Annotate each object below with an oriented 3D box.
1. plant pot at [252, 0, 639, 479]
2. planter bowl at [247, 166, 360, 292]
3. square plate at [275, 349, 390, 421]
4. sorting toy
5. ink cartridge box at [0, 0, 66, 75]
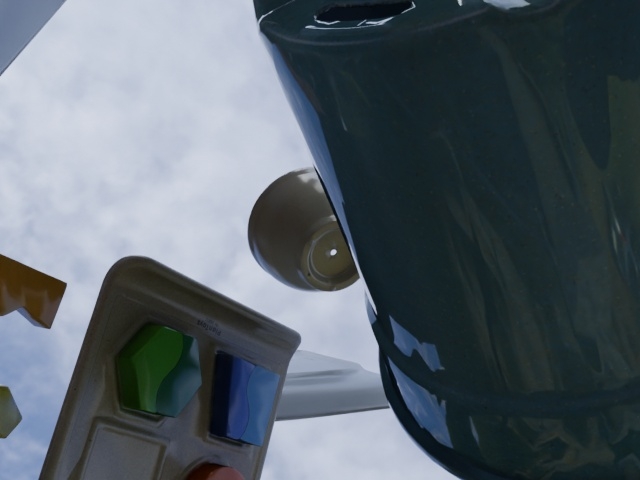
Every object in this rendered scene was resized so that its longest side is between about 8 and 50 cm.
[{"bbox_3d":[0.138,-0.063,0.541,0.341,0.341,0.334,-10,-49,24],"label":"plant pot"},{"bbox_3d":[0.000,0.000,1.059,0.109,0.162,0.162,46,-58,58],"label":"planter bowl"},{"bbox_3d":[-0.107,0.173,1.040,0.347,0.344,0.049,176,-87,-67],"label":"square plate"},{"bbox_3d":[-0.131,0.132,0.595,0.041,0.307,0.229,5,-109,39],"label":"sorting toy"},{"bbox_3d":[-0.272,-0.132,0.343,0.309,0.130,0.272,-43,-109,16],"label":"ink cartridge box"}]
